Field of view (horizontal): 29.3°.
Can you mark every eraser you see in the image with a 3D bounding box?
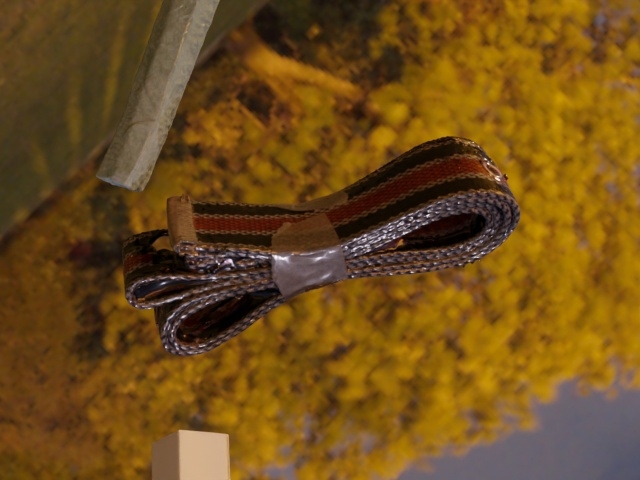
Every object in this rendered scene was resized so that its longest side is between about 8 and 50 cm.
[{"bbox_3d":[-0.159,0.391,1.522,0.078,0.076,0.298,-33,-126,48],"label":"eraser"}]

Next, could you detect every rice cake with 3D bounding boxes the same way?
[{"bbox_3d":[-0.144,-0.163,1.136,0.042,0.045,0.245,31,77,-61],"label":"rice cake"}]

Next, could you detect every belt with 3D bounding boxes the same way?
[{"bbox_3d":[0.000,0.000,1.111,0.359,0.126,0.094,-14,-146,-2],"label":"belt"}]
